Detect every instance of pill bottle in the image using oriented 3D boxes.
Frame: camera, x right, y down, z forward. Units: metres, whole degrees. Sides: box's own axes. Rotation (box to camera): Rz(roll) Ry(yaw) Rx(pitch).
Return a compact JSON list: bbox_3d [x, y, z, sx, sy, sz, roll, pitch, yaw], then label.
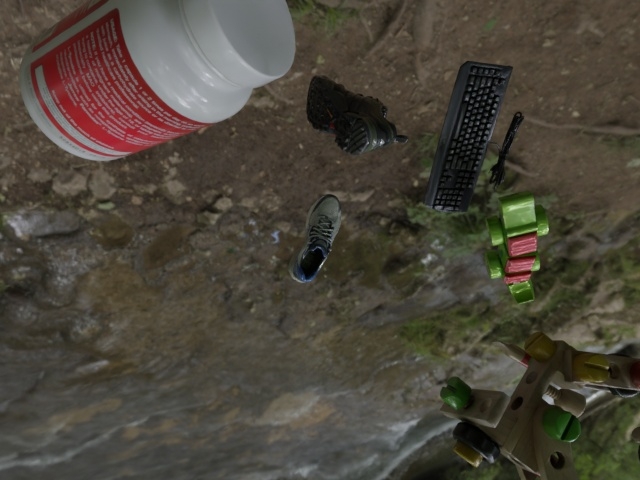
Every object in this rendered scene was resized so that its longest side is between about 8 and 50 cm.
[{"bbox_3d":[-0.251,-0.273,0.715,0.408,0.228,0.229,-8,163,33],"label":"pill bottle"}]

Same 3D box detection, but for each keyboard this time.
[{"bbox_3d":[0.339,-0.204,0.986,0.202,0.033,0.317,-3,121,-21],"label":"keyboard"}]

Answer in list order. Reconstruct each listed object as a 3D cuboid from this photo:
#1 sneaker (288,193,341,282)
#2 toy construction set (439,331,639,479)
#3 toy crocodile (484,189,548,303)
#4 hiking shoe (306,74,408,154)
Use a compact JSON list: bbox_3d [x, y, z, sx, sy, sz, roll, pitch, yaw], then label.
[{"bbox_3d":[0.000,0.000,0.660,0.052,0.058,0.135,20,91,-14],"label":"sneaker"},{"bbox_3d":[0.285,0.207,0.639,0.257,0.237,0.309,-59,177,8],"label":"toy construction set"},{"bbox_3d":[0.428,0.021,1.018,0.115,0.105,0.340,-11,140,10],"label":"toy crocodile"},{"bbox_3d":[0.055,-0.219,0.821,0.114,0.227,0.086,-5,134,-30],"label":"hiking shoe"}]
